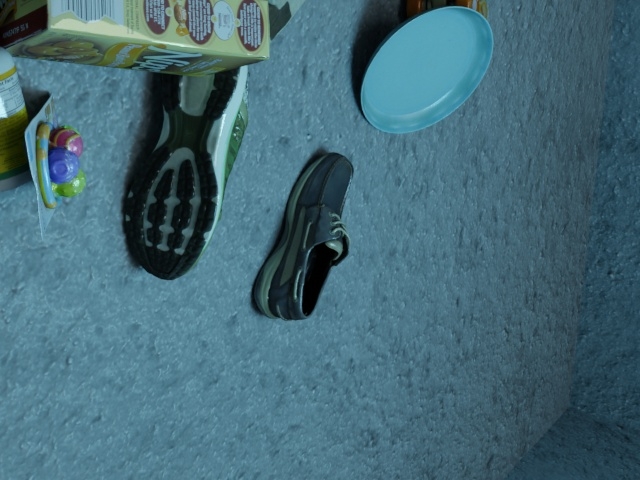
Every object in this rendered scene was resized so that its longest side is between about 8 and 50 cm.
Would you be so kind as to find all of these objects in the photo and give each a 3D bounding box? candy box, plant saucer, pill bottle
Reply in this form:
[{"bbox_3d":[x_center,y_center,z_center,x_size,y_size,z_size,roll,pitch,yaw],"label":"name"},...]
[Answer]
[{"bbox_3d":[-0.246,-0.282,1.142,0.317,0.183,0.087,-1,91,-40],"label":"candy box"},{"bbox_3d":[0.217,-0.362,1.820,0.318,0.043,0.317,-21,144,-17],"label":"plant saucer"},{"bbox_3d":[-0.426,-0.170,1.061,0.118,0.118,0.208,-34,129,-43],"label":"pill bottle"}]

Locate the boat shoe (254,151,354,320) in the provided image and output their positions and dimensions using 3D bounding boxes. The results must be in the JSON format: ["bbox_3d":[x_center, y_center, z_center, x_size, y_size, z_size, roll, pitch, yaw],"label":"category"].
[{"bbox_3d":[0.000,0.000,1.701,0.132,0.130,0.355,32,77,-54],"label":"boat shoe"}]

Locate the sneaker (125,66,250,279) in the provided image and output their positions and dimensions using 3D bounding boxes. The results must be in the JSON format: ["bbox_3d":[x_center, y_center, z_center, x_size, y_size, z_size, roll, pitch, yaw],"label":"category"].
[{"bbox_3d":[-0.183,-0.131,1.407,0.182,0.158,0.410,-1,110,-72],"label":"sneaker"}]

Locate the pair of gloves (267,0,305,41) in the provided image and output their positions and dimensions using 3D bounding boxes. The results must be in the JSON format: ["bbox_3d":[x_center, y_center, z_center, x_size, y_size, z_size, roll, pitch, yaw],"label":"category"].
[{"bbox_3d":[-0.078,-0.432,1.425,0.204,0.042,0.240,-55,163,-13],"label":"pair of gloves"}]

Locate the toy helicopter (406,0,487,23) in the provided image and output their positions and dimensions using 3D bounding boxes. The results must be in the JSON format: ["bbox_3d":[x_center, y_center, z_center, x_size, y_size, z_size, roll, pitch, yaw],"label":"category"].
[{"bbox_3d":[0.317,-0.569,1.954,0.355,0.140,0.234,8,87,-65],"label":"toy helicopter"}]

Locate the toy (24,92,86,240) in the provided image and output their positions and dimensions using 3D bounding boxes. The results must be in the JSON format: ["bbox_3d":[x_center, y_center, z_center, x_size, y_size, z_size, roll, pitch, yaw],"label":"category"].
[{"bbox_3d":[-0.336,-0.105,1.130,0.056,0.237,0.136,-7,112,-10],"label":"toy"}]
